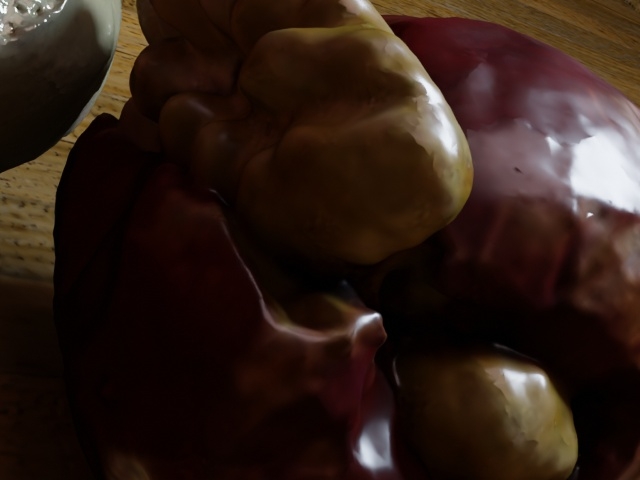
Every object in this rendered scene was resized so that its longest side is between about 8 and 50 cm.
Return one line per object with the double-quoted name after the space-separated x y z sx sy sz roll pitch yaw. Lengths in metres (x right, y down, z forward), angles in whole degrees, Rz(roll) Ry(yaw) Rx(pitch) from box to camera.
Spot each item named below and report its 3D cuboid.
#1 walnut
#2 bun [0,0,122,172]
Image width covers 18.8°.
0.000 0.000 0.661 0.244 0.221 0.269 57 -9 -26 "walnut"
-0.147 -0.116 0.738 0.178 0.128 0.193 59 -15 -19 "bun"
